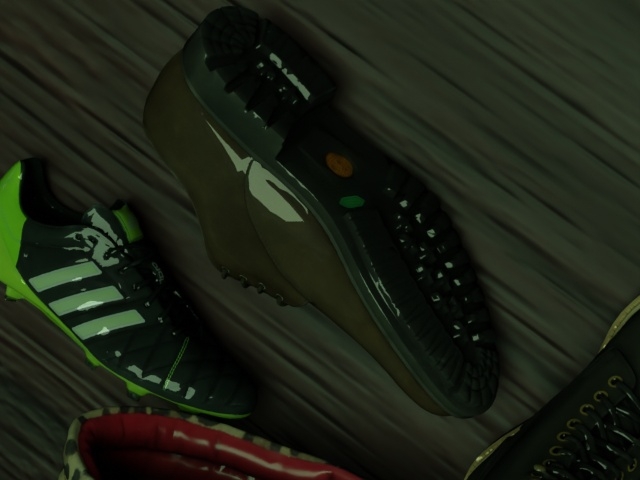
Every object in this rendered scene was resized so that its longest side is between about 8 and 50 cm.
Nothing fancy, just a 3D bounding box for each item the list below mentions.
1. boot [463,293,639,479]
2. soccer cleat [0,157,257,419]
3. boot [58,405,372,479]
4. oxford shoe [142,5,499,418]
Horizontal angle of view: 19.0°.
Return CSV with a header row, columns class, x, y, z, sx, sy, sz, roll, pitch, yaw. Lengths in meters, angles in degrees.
class,x,y,z,sx,sy,sz,roll,pitch,yaw
boot,0.133,0.091,0.858,0.077,0.137,0.198,44,109,6
soccer cleat,-0.101,0.025,0.964,0.179,0.060,0.072,34,106,12
boot,-0.005,0.267,0.917,0.377,0.138,0.284,26,117,19
oxford shoe,0.000,0.000,0.926,0.227,0.083,0.096,52,128,4
